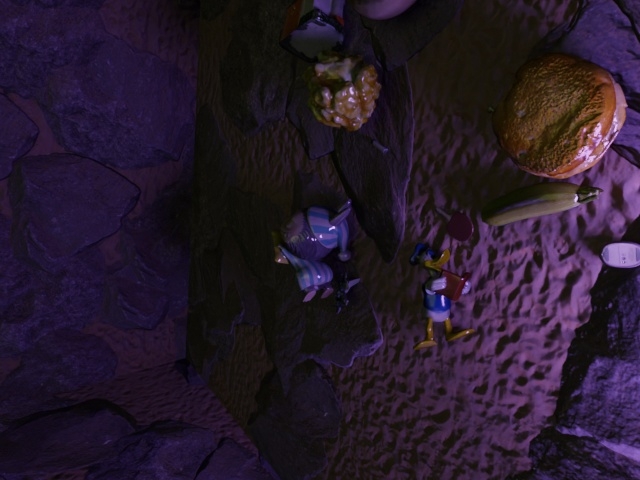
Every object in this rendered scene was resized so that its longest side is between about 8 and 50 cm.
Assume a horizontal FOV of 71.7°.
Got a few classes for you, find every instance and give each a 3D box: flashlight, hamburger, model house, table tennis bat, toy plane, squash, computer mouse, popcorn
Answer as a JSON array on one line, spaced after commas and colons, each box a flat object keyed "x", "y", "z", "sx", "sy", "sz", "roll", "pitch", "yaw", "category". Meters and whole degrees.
[{"x": 0.221, "y": -0.358, "z": 1.675, "sx": 0.083, "sy": 0.018, "sz": 0.018, "roll": 47, "pitch": 131, "yaw": 36, "category": "flashlight"}, {"x": 0.582, "y": -0.313, "z": 1.119, "sx": 0.314, "sy": 0.170, "sz": 0.290, "roll": 51, "pitch": 128, "yaw": 35, "category": "hamburger"}, {"x": -0.016, "y": -0.923, "z": 1.788, "sx": 0.271, "sy": 0.190, "sz": 0.301, "roll": -4, "pitch": 77, "yaw": 55, "category": "model house"}, {"x": 0.439, "y": -0.061, "z": 1.461, "sx": 0.156, "sy": 0.013, "sz": 0.087, "roll": 46, "pitch": 131, "yaw": 35, "category": "table tennis bat"}, {"x": 0.086, "y": 0.234, "z": 1.890, "sx": 0.160, "sy": 0.082, "sz": 0.234, "roll": -100, "pitch": 30, "yaw": -49, "category": "toy plane"}, {"x": 0.587, "y": -0.109, "z": 1.212, "sx": 0.341, "sy": 0.094, "sz": 0.095, "roll": -17, "pitch": 83, "yaw": 53, "category": "squash"}, {"x": 0.739, "y": 0.033, "z": 1.085, "sx": 0.096, "sy": 0.039, "sz": 0.066, "roll": 0, "pitch": 96, "yaw": 43, "category": "computer mouse"}, {"x": 0.076, "y": -0.554, "z": 1.618, "sx": 0.279, "sy": 0.274, "sz": 0.336, "roll": -18, "pitch": 37, "yaw": 15, "category": "popcorn"}]

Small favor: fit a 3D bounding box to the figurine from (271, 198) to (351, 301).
[{"x": 0.000, "y": 0.000, "z": 1.808, "sx": 0.378, "sy": 0.266, "sz": 0.361, "roll": -48, "pitch": 59, "yaw": 42, "category": "figurine"}]

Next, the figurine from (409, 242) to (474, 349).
[{"x": 0.369, "y": 0.149, "z": 1.448, "sx": 0.284, "sy": 0.204, "sz": 0.338, "roll": 99, "pitch": 159, "yaw": -59, "category": "figurine"}]

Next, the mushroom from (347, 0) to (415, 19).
[{"x": 0.188, "y": -0.906, "z": 1.409, "sx": 0.362, "sy": 0.294, "sz": 0.363, "roll": 12, "pitch": 106, "yaw": 48, "category": "mushroom"}]
